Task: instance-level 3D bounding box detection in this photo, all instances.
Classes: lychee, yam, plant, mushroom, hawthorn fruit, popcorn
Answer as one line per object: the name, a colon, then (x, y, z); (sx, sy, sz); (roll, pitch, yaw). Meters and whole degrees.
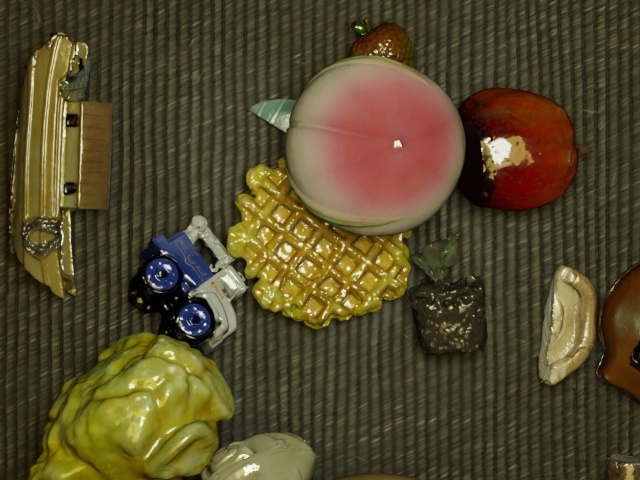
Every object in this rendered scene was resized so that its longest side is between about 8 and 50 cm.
lychee: (0.104, -0.319, 1.930); (0.114, 0.114, 0.146); (-31, 95, -1)
yam: (0.523, 0.445, 1.929); (0.079, 0.079, 0.141); (7, 89, 0)
plant: (0.216, 0.092, 1.914); (0.131, 0.142, 0.203); (-13, 98, 8)
mushroom: (0.430, 0.147, 1.940); (0.094, 0.072, 0.209); (5, 92, 1)
hawthorn fruit: (0.336, -0.155, 1.885); (0.250, 0.215, 0.215); (-4, 88, 1)
popcorn: (-0.311, 0.298, 1.786); (0.293, 0.292, 0.334); (42, 107, 26)

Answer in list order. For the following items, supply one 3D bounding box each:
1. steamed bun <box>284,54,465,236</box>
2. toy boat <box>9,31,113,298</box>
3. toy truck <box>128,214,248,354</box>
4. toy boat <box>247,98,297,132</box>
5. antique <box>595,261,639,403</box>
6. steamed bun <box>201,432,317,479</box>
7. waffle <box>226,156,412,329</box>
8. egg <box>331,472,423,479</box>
steamed bun: (0.091, -0.149, 1.771); (0.310, 0.309, 0.309); (0, 88, -1)
toy boat: (-0.435, -0.125, 1.919); (0.162, 0.136, 0.445); (5, 93, 4)
toy truck: (-0.219, 0.083, 1.911); (0.177, 0.161, 0.213); (-35, 89, -25)
toy boat: (-0.064, -0.219, 1.966); (0.122, 0.034, 0.096); (34, 83, 2)
antique: (0.592, 0.149, 1.914); (0.223, 0.129, 0.278); (38, 90, -2)
steamed bun: (-0.120, 0.392, 1.821); (0.144, 0.211, 0.218); (44, 46, -8)
waffle: (0.000, 0.000, 1.930); (0.325, 0.068, 0.302); (-7, 87, -9)
egg: (0.091, 0.528, 1.812); (0.374, 0.301, 0.300); (-4, 88, -12)
